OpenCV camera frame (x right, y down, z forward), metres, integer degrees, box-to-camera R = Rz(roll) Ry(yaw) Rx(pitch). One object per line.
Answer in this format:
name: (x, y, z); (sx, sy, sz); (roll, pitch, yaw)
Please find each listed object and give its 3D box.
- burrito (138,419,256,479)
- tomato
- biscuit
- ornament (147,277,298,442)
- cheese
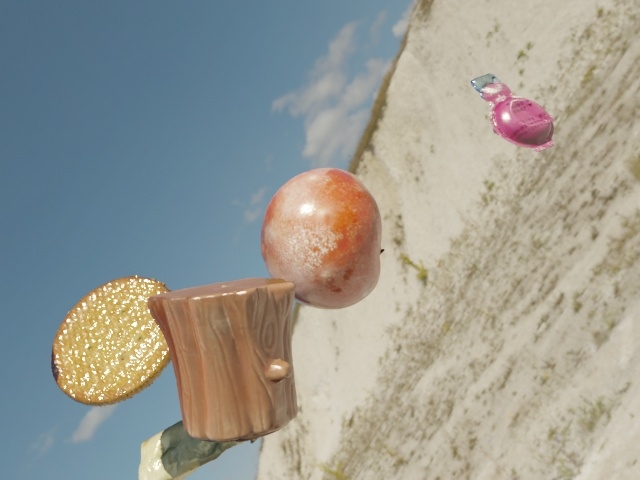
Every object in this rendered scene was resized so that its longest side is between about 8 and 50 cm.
burrito: (-0.275, 0.481, 1.533); (0.332, 0.135, 0.190); (-29, -13, 4)
tomato: (0.000, 0.000, 1.182); (0.270, 0.227, 0.270); (173, 90, -83)
biscuit: (-0.431, 0.209, 1.332); (0.305, 0.305, 0.038); (-54, -33, -19)
ornament: (-0.134, 0.175, 0.962); (0.221, 0.236, 0.217); (-16, -81, -81)
cheese: (0.266, -0.179, 0.869); (0.095, 0.145, 0.038); (-24, -23, -22)
